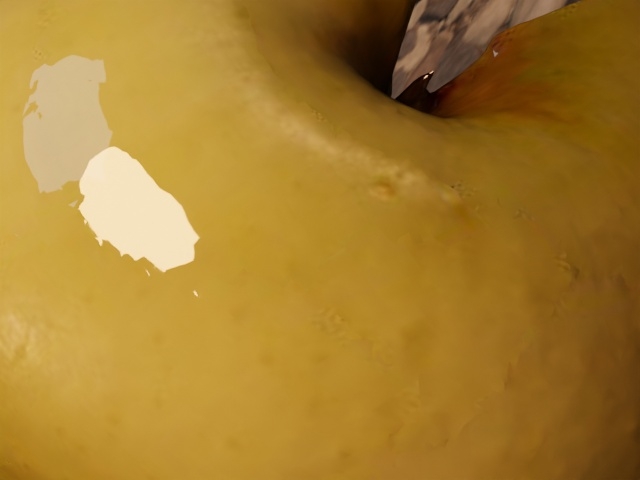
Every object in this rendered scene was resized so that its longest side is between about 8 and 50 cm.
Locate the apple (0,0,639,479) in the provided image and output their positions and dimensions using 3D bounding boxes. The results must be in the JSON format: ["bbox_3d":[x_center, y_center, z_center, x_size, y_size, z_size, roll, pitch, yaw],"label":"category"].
[{"bbox_3d":[0.000,0.000,0.644,0.254,0.292,0.292,121,166,-47],"label":"apple"}]
